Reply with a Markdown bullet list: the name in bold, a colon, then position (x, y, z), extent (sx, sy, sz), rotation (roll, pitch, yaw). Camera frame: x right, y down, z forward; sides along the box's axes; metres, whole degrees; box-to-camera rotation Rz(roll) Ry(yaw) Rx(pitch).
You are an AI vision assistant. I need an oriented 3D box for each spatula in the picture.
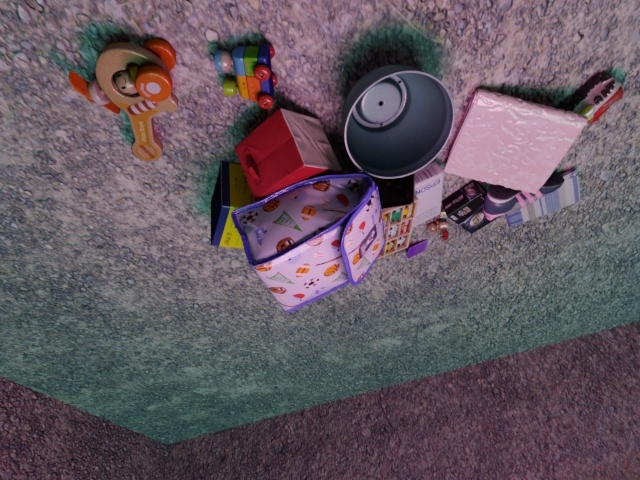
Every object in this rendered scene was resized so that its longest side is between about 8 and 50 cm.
- **spatula**: position (0.296, 0.052, 2.024), extent (0.296, 0.030, 0.084), rotation (-9, 145, -3)

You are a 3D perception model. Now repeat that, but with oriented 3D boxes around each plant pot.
- **plant pot**: position (0.182, -0.341, 1.333), extent (0.292, 0.196, 0.293), rotation (-8, 128, -10)
- **plant pot**: position (0.178, -0.217, 1.531), extent (0.187, 0.167, 0.188), rotation (-10, 136, -1)

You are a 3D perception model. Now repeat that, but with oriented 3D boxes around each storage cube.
- **storage cube**: position (-0.088, -0.229, 1.395), extent (0.193, 0.184, 0.215), rotation (-31, 164, 33)

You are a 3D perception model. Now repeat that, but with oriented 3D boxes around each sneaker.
- **sneaker**: position (0.703, -0.163, 1.744), extent (0.318, 0.112, 0.131), rotation (-15, 139, -16)
- **sneaker**: position (0.805, -0.379, 1.536), extent (0.118, 0.107, 0.279), rotation (9, 142, -38)

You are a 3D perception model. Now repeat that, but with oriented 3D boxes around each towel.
- **towel**: position (0.588, -0.300, 1.545), extent (0.331, 0.054, 0.317), rotation (14, 142, 1)
- **towel**: position (0.835, -0.156, 1.882), extent (0.284, 0.034, 0.209), rotation (-23, 143, 19)

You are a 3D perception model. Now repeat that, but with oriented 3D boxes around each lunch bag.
- **lunch bag**: position (0.000, 0.000, 1.400), extent (0.385, 0.239, 0.328), rotation (-26, 148, -3)

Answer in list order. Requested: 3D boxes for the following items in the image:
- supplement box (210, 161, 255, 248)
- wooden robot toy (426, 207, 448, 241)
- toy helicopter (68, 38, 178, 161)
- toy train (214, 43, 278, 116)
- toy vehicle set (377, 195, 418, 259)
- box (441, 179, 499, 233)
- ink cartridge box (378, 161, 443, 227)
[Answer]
- **supplement box**: position (-0.160, -0.096, 1.594), extent (0.356, 0.195, 0.194), rotation (7, 140, -20)
- **wooden robot toy**: position (0.448, -0.049, 1.903), extent (0.078, 0.076, 0.173), rotation (-3, 143, 9)
- **toy helicopter**: position (-0.480, -0.336, 1.264), extent (0.234, 0.140, 0.355), rotation (-1, 144, -9)
- **toy train**: position (-0.188, -0.391, 1.298), extent (0.143, 0.105, 0.248), rotation (4, 146, 3)
- **toy vehicle set**: position (0.232, -0.037, 1.669), extent (0.165, 0.035, 0.267), rotation (-21, 147, -13)
- **box**: position (0.559, -0.121, 1.825), extent (0.147, 0.078, 0.180), rotation (-35, 136, 29)
- **ink cartridge box**: position (0.271, -0.085, 1.731), extent (0.324, 0.071, 0.330), rotation (-27, 145, -6)
